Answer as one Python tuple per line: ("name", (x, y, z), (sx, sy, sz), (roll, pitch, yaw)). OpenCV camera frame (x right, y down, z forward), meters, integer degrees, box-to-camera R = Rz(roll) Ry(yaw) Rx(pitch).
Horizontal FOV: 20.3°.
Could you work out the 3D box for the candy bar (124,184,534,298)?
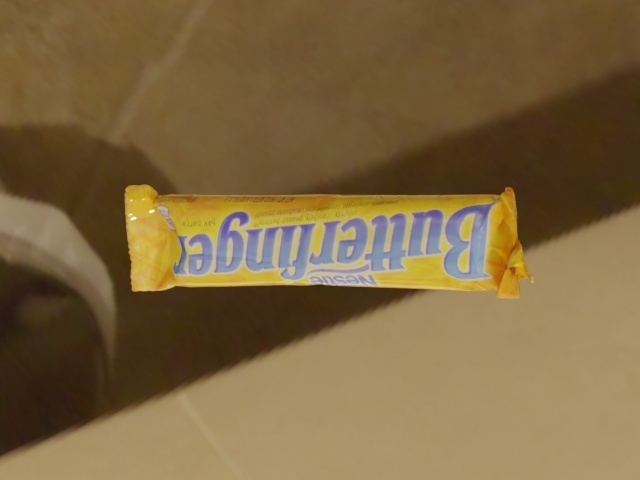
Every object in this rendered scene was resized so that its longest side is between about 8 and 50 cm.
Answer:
("candy bar", (0.000, 0.000, 0.624), (0.018, 0.161, 0.040), (-20, 108, -59))
